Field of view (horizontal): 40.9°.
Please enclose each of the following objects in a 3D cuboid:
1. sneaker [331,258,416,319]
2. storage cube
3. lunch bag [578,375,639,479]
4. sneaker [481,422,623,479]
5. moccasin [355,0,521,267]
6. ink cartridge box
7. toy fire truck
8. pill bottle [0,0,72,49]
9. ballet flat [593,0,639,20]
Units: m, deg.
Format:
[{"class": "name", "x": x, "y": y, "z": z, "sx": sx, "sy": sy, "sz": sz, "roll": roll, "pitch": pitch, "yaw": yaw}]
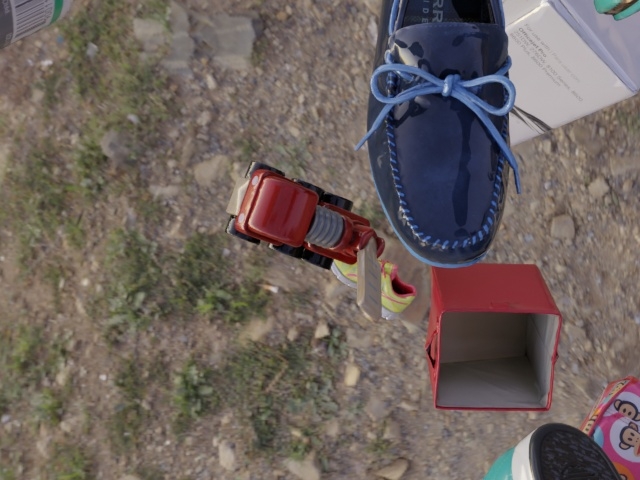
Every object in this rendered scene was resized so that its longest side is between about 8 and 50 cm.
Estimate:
[{"class": "sneaker", "x": 0.103, "y": 0.059, "z": 1.648, "sx": 0.094, "sy": 0.208, "sz": 0.081, "roll": -35, "pitch": 23, "yaw": 37}, {"class": "storage cube", "x": 0.277, "y": 0.155, "z": 1.432, "sx": 0.215, "sy": 0.193, "sz": 0.184, "roll": 1, "pitch": 112, "yaw": 2}, {"class": "lunch bag", "x": 0.406, "y": 0.351, "z": 1.267, "sx": 0.120, "sy": 0.258, "sz": 0.293, "roll": 30, "pitch": 79, "yaw": 14}, {"class": "sneaker", "x": 0.158, "y": 0.299, "z": 0.598, "sx": 0.178, "sy": 0.124, "sz": 0.295, "roll": -52, "pitch": 40, "yaw": 45}, {"class": "moccasin", "x": 0.093, "y": -0.151, "z": 0.722, "sx": 0.137, "sy": 0.117, "sz": 0.342, "roll": -4, "pitch": 71, "yaw": -3}, {"class": "ink cartridge box", "x": 0.297, "y": -0.284, "z": 1.176, "sx": 0.166, "sy": 0.395, "sz": 0.285, "roll": 42, "pitch": 66, "yaw": -13}, {"class": "toy fire truck", "x": 0.000, "y": 0.000, "z": 1.245, "sx": 0.246, "sy": 0.217, "sz": 0.158, "roll": 18, "pitch": 87, "yaw": 55}, {"class": "pill bottle", "x": -0.435, "y": -0.229, "z": 0.798, "sx": 0.204, "sy": 0.204, "sz": 0.361, "roll": 38, "pitch": 57, "yaw": 22}, {"class": "ballet flat", "x": 0.214, "y": -0.193, "z": 0.543, "sx": 0.083, "sy": 0.247, "sz": 0.087, "roll": -29, "pitch": 88, "yaw": 36}]
